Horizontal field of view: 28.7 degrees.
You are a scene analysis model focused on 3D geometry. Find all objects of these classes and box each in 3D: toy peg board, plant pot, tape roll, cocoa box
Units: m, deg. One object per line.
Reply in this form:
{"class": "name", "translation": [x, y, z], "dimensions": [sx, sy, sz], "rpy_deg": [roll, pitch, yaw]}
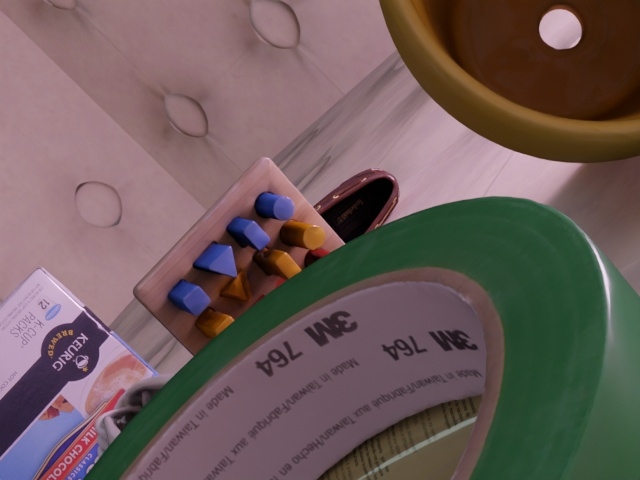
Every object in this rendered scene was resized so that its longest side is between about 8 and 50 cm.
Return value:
{"class": "toy peg board", "translation": [-0.037, 0.043, 1.033], "dimensions": [0.161, 0.161, 0.079], "rpy_deg": [-48, 24, -15]}
{"class": "plant pot", "translation": [0.162, -0.165, 0.798], "dimensions": [0.254, 0.254, 0.239], "rpy_deg": [-46, -8, -1]}
{"class": "tape roll", "translation": [-0.004, 0.122, 0.484], "dimensions": [0.321, 0.077, 0.321], "rpy_deg": [-37, 21, 17]}
{"class": "cocoa box", "translation": [-0.318, 0.207, 1.336], "dimensions": [0.231, 0.228, 0.347], "rpy_deg": [-49, 9, -22]}

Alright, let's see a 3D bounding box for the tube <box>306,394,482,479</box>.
{"class": "tube", "translation": [0.042, 0.113, 0.612], "dimensions": [0.240, 0.070, 0.062], "rpy_deg": [-40, -36, 14]}

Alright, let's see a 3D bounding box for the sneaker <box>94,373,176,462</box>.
{"class": "sneaker", "translation": [-0.096, 0.130, 0.767], "dimensions": [0.258, 0.091, 0.094], "rpy_deg": [-38, 11, 41]}

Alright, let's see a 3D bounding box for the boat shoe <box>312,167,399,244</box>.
{"class": "boat shoe", "translation": [0.000, 0.000, 1.319], "dimensions": [0.207, 0.073, 0.073], "rpy_deg": [-46, 6, -4]}
